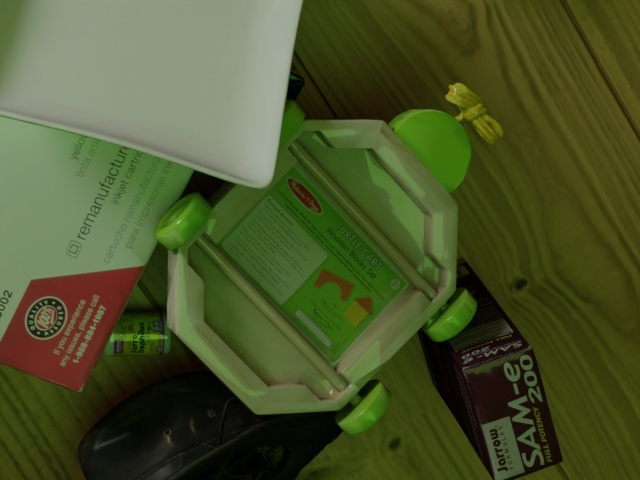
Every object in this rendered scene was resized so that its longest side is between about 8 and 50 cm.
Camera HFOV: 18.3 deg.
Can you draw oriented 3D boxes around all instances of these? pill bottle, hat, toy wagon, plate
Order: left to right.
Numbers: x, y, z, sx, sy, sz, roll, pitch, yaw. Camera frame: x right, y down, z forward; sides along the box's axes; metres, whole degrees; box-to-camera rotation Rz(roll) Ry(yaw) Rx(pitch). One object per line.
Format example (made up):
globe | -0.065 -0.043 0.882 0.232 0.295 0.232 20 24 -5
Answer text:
pill bottle | -0.190 0.092 1.956 0.083 0.043 0.043 -2 110 -11
plate | -0.156 -0.193 1.724 0.278 0.045 0.277 16 64 -14
hat | -0.141 0.210 1.933 0.331 0.331 0.134 -33 75 2
toy wagon | 0.025 -0.003 1.795 0.344 0.068 0.267 -46 109 -9

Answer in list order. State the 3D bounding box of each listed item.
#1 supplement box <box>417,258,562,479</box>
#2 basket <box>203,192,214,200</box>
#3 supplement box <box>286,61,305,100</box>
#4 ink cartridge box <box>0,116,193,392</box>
supplement box | 0.154 0.123 1.930 0.073 0.239 0.130 -19 113 -4
basket | 0.000 0.000 1.903 0.227 0.154 0.204 -30 71 -7
supplement box | -0.063 -0.138 1.876 0.056 0.083 0.083 26 103 -19
ink cartridge box | -0.338 -0.069 1.796 0.384 0.160 0.279 23 107 -17
